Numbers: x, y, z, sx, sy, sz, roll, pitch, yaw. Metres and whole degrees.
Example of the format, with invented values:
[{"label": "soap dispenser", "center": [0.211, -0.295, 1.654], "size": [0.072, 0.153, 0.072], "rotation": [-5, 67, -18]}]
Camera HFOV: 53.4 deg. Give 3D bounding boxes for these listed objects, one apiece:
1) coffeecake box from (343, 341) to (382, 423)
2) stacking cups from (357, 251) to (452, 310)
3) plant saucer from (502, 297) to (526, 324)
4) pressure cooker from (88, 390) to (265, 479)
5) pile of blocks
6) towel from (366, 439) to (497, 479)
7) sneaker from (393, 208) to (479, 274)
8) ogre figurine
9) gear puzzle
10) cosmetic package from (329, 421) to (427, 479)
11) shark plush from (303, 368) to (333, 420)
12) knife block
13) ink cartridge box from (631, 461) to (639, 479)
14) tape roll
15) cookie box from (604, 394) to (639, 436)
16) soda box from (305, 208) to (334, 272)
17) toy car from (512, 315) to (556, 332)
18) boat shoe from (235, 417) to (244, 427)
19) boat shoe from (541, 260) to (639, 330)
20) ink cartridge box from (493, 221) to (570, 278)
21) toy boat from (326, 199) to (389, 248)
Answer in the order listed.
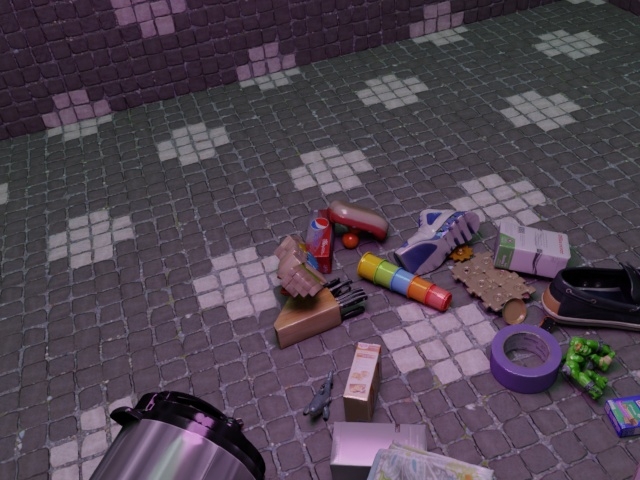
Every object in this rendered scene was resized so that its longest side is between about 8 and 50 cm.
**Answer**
[{"label": "coffeecake box", "center": [0.118, 0.397, 1.737], "size": [0.068, 0.142, 0.185], "rotation": [6, 43, 15]}, {"label": "stacking cups", "center": [0.274, 0.130, 2.059], "size": [0.316, 0.096, 0.096], "rotation": [21, 48, 30]}, {"label": "plant saucer", "center": [0.587, 0.215, 1.935], "size": [0.083, 0.083, 0.015], "rotation": [-21, 7, -15]}, {"label": "pressure cooker", "center": [-0.323, 0.568, 1.438], "size": [0.376, 0.369, 0.420], "rotation": [12, 48, 17]}, {"label": "pile of blocks", "center": [-0.076, 0.107, 2.025], "size": [0.112, 0.149, 0.362], "rotation": [-48, 19, 15]}, {"label": "towel", "center": [0.191, 0.626, 1.334], "size": [0.320, 0.090, 0.374], "rotation": [-6, 53, 52]}, {"label": "sneaker", "center": [0.379, -0.012, 2.202], "size": [0.315, 0.127, 0.182], "rotation": [-33, 26, -11]}, {"label": "ogre figurine", "center": [0.732, 0.338, 1.752], "size": [0.118, 0.097, 0.197], "rotation": [27, 64, 11]}, {"label": "gear puzzle", "center": [0.526, 0.117, 2.081], "size": [0.175, 0.044, 0.339], "rotation": [-24, 40, -16]}, {"label": "cosmetic package", "center": [0.146, 0.537, 1.603], "size": [0.238, 0.107, 0.127], "rotation": [0, 44, 5]}, {"label": "shark plush", "center": [0.012, 0.430, 1.773], "size": [0.073, 0.067, 0.161], "rotation": [19, 47, 28]}, {"label": "knife block", "center": [0.013, 0.229, 1.989], "size": [0.242, 0.088, 0.275], "rotation": [8, 42, 20]}, {"label": "ink cartridge box", "center": [0.900, 0.561, 1.438], "size": [0.283, 0.117, 0.207], "rotation": [-16, 41, -10]}, {"label": "tape roll", "center": [0.575, 0.331, 1.790], "size": [0.189, 0.080, 0.189], "rotation": [-4, 40, 4]}, {"label": "cookie box", "center": [0.807, 0.451, 1.641], "size": [0.107, 0.040, 0.092], "rotation": [-8, 40, -1]}, {"label": "soda box", "center": [0.000, 0.000, 2.264], "size": [0.092, 0.083, 0.263], "rotation": [-2, 41, 8]}, {"label": "toy car", "center": [0.636, 0.244, 1.902], "size": [0.122, 0.060, 0.040], "rotation": [11, 12, 11]}, {"label": "boat shoe", "center": [-0.257, 0.534, 1.711], "size": [0.137, 0.049, 0.043], "rotation": [-36, 51, -26]}, {"label": "boat shoe", "center": [0.916, 0.156, 1.872], "size": [0.500, 0.156, 0.186], "rotation": [1, 37, 3]}, {"label": "ink cartridge box", "center": [0.685, 0.032, 2.073], "size": [0.219, 0.092, 0.160], "rotation": [12, 33, 10]}, {"label": "toy boat", "center": [0.124, -0.043, 2.257], "size": [0.231, 0.151, 0.151], "rotation": [15, 14, -16]}]
